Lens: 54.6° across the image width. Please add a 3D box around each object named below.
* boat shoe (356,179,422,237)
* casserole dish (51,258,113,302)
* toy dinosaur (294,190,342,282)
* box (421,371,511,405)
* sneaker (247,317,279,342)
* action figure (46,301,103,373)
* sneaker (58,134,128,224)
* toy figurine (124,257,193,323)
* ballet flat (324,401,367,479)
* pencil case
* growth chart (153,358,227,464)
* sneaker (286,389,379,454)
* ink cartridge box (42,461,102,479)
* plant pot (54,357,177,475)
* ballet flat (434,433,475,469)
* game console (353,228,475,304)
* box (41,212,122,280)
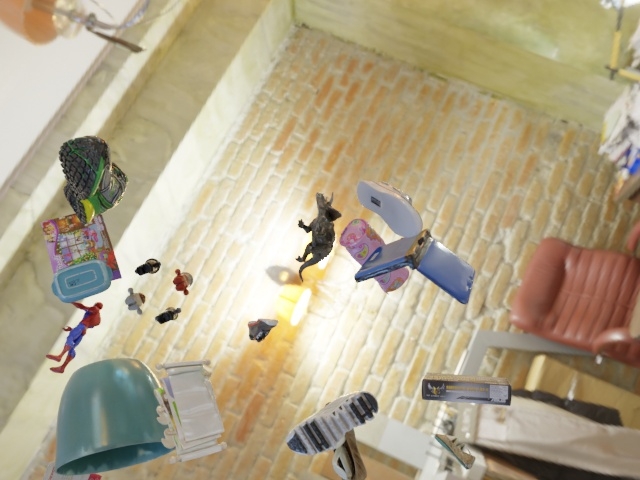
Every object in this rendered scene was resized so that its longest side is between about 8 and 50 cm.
[{"bbox_3d":[0.196,-0.090,1.616,0.088,0.267,0.096,-12,-63,-26],"label":"boat shoe"},{"bbox_3d":[-0.754,0.125,1.958,0.188,0.114,0.037,-19,-7,-15],"label":"casserole dish"},{"bbox_3d":[0.000,0.000,2.075,0.160,0.121,0.314,-10,-70,-44],"label":"toy dinosaur"},{"bbox_3d":[0.398,0.404,1.698,0.183,0.230,0.056,22,-110,-75],"label":"box"},{"bbox_3d":[-0.161,0.256,1.754,0.158,0.061,0.065,152,123,-61],"label":"sneaker"},{"bbox_3d":[-0.804,0.283,1.980,0.280,0.139,0.092,-64,-14,-51],"label":"action figure"},{"bbox_3d":[-0.565,-0.171,1.566,0.146,0.134,0.343,-34,-5,-29],"label":"sneaker"},{"bbox_3d":[-0.585,0.184,2.246,0.148,0.212,0.210,-108,38,-86],"label":"toy figurine"},{"bbox_3d":[0.075,0.775,2.308,0.124,0.116,0.343,-33,-70,-51],"label":"ballet flat"},{"bbox_3d":[0.178,0.054,2.055,0.284,0.124,0.124,47,-121,-35],"label":"pencil case"},{"bbox_3d":[-0.290,0.367,1.365,0.171,0.237,0.021,12,-42,-43],"label":"growth chart"},{"bbox_3d":[0.033,0.536,1.840,0.292,0.110,0.118,-27,6,-6],"label":"sneaker"},{"bbox_3d":[-0.851,0.832,2.087,0.127,0.176,0.128,-38,32,58],"label":"ink cartridge box"},{"bbox_3d":[-0.531,0.441,1.586,0.293,0.292,0.235,93,162,-65],"label":"plant pot"},{"bbox_3d":[0.532,0.813,2.431,0.067,0.206,0.073,-41,-51,-9],"label":"ballet flat"},{"bbox_3d":[0.261,0.090,1.673,0.250,0.174,0.293,-22,6,22],"label":"game console"},{"bbox_3d":[-0.808,0.031,2.091,0.200,0.293,0.057,-18,-34,-19],"label":"box"}]
